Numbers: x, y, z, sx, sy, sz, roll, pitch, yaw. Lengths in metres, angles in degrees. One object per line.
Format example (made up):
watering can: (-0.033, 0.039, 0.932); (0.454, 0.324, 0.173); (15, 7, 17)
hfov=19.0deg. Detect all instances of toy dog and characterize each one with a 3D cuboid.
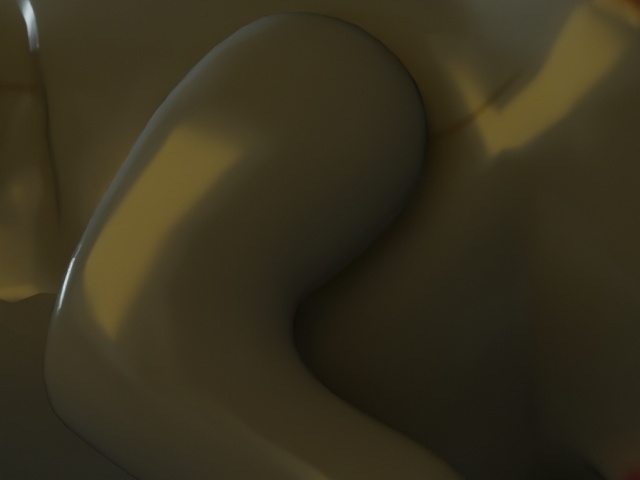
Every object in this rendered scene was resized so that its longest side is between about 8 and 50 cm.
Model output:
toy dog: (0.000, 0.000, 0.629); (0.408, 0.284, 0.395); (-5, 44, 10)
